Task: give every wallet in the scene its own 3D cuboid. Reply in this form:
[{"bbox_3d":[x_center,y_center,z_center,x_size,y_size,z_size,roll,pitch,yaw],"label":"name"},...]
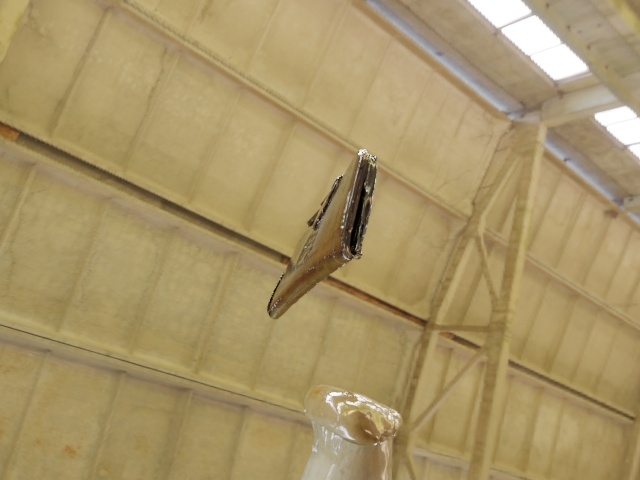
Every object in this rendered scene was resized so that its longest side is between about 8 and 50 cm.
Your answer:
[{"bbox_3d":[0.000,0.000,0.719,0.031,0.255,0.137,23,-116,-11],"label":"wallet"}]

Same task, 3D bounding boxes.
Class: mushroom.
[{"bbox_3d":[0.024,0.194,0.379,0.096,0.088,0.213,13,-114,-42],"label":"mushroom"}]
